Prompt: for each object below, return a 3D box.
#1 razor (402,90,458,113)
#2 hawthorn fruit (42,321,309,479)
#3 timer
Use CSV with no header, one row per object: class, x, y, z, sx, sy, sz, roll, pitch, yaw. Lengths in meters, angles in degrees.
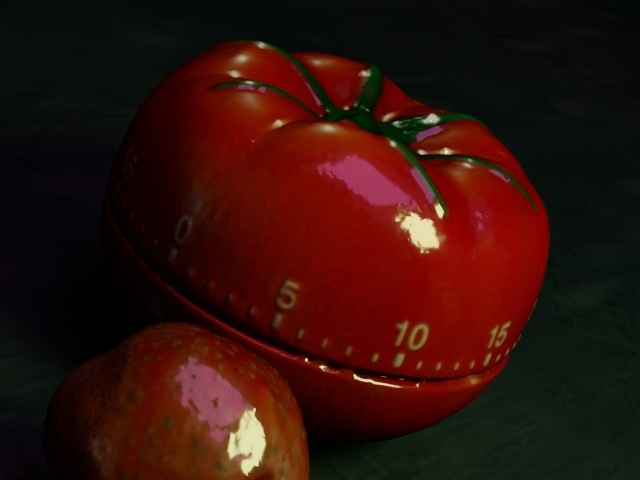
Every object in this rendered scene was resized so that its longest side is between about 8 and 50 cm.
razor,0.037,-0.133,1.577,0.327,0.107,0.189,10,30,-28
hawthorn fruit,-0.092,0.162,0.858,0.179,0.179,0.200,10,51,-30
timer,0.000,0.000,1.104,0.378,0.279,0.378,19,25,-9
